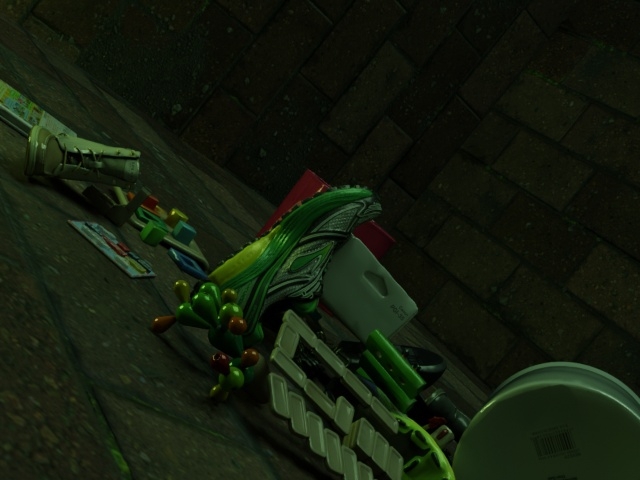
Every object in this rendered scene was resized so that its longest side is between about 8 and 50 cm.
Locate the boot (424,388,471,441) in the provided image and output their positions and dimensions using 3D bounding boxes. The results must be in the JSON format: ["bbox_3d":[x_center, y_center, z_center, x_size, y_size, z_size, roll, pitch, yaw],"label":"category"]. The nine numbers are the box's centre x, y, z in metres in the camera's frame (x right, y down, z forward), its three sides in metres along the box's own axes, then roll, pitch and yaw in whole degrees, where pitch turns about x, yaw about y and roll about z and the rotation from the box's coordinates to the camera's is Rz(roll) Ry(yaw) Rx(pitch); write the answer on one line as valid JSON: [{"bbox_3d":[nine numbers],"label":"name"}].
[{"bbox_3d":[0.322,0.427,1.906,0.208,0.076,0.189,49,11,27],"label":"boot"}]

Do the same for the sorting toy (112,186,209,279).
[{"bbox_3d":[-0.294,-0.039,1.621,0.196,0.047,0.347,36,5,-30],"label":"sorting toy"}]

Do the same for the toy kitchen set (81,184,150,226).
[{"bbox_3d":[-0.341,-0.079,1.453,0.083,0.075,0.068,43,3,-8],"label":"toy kitchen set"}]

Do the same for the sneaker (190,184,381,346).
[{"bbox_3d":[-0.031,0.039,1.364,0.146,0.343,0.134,49,-17,8],"label":"sneaker"}]

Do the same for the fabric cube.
[{"bbox_3d":[0.000,0.000,2.290,0.254,0.258,0.259,39,4,-16],"label":"fabric cube"}]

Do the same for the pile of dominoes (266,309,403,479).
[{"bbox_3d":[0.011,0.233,1.111,0.251,0.040,0.196,47,25,-14],"label":"pile of dominoes"}]

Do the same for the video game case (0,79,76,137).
[{"bbox_3d":[-0.551,-0.231,1.620,0.206,0.026,0.227,37,6,-22],"label":"video game case"}]

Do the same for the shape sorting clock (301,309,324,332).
[{"bbox_3d":[-0.059,0.100,1.684,0.206,0.040,0.206,53,-4,5],"label":"shape sorting clock"}]

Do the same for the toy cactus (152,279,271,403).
[{"bbox_3d":[-0.117,0.143,1.078,0.180,0.112,0.219,58,-9,-31],"label":"toy cactus"}]

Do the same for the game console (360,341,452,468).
[{"bbox_3d":[0.182,0.332,1.617,0.213,0.044,0.361,49,4,-28],"label":"game console"}]

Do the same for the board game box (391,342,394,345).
[{"bbox_3d":[0.179,0.289,2.364,0.090,0.020,0.090,37,5,-28],"label":"board game box"}]

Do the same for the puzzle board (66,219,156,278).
[{"bbox_3d":[-0.304,0.011,1.270,0.128,0.011,0.096,39,4,8],"label":"puzzle board"}]

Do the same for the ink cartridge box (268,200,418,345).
[{"bbox_3d":[0.029,0.058,1.589,0.207,0.117,0.283,48,-4,-23],"label":"ink cartridge box"}]

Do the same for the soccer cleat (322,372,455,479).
[{"bbox_3d":[0.114,0.300,1.266,0.289,0.093,0.121,43,-1,41],"label":"soccer cleat"}]

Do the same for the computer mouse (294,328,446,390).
[{"bbox_3d":[0.086,0.227,1.533,0.272,0.072,0.188,8,11,-3],"label":"computer mouse"}]

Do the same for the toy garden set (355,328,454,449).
[{"bbox_3d":[0.139,0.259,1.338,0.204,0.049,0.244,49,-25,20],"label":"toy garden set"}]

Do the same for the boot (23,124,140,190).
[{"bbox_3d":[-0.367,-0.123,1.348,0.165,0.077,0.213,13,5,-7],"label":"boot"}]

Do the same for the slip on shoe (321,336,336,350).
[{"bbox_3d":[0.013,0.208,1.680,0.135,0.041,0.051,39,4,4],"label":"slip on shoe"}]

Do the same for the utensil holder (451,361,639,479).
[{"bbox_3d":[0.383,0.365,1.364,0.327,0.327,0.385,40,7,16],"label":"utensil holder"}]
